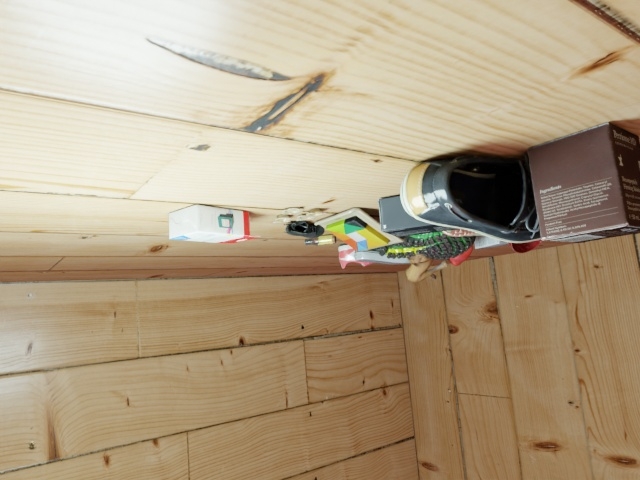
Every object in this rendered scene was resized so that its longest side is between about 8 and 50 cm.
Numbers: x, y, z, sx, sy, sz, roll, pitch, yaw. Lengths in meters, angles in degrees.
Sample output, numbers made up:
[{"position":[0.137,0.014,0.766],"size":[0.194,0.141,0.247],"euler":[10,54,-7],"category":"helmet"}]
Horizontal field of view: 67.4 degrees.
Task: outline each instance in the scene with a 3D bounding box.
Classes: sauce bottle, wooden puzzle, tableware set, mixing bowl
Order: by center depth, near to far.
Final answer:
[{"position":[-0.064,-0.076,1.475],"size":[0.141,0.020,0.168],"euler":[-1,171,-20],"category":"tableware set"},{"position":[0.127,-0.024,1.597],"size":[0.238,0.044,0.221],"euler":[28,155,-27],"category":"wooden puzzle"},{"position":[0.683,-0.059,1.626],"size":[0.181,0.181,0.098],"euler":[0,-151,-30],"category":"mixing bowl"},{"position":[0.000,0.000,1.959],"size":[0.128,0.042,0.042],"euler":[-6,172,15],"category":"sauce bottle"}]

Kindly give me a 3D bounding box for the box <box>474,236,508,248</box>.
[{"position":[0.624,-0.041,1.747],"size":[0.072,0.126,0.137],"euler":[-3,172,-20],"category":"box"}]

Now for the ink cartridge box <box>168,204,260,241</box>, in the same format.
[{"position":[-0.298,-0.042,1.376],"size":[0.134,0.078,0.231],"euler":[-11,170,38],"category":"ink cartridge box"}]

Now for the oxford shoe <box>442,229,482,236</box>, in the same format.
[{"position":[0.576,-0.078,1.505],"size":[0.397,0.140,0.146],"euler":[2,-179,21],"category":"oxford shoe"}]

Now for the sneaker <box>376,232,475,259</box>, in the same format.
[{"position":[0.373,-0.025,1.703],"size":[0.343,0.146,0.134],"euler":[2,139,14],"category":"sneaker"}]

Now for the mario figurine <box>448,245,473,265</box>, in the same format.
[{"position":[0.562,0.013,2.241],"size":[0.320,0.170,0.198],"euler":[1,-145,48],"category":"mario figurine"}]

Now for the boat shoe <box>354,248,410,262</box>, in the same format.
[{"position":[0.307,0.044,2.153],"size":[0.335,0.119,0.121],"euler":[6,171,-27],"category":"boat shoe"}]

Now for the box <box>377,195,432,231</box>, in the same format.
[{"position":[0.319,-0.080,1.388],"size":[0.261,0.103,0.184],"euler":[-8,175,22],"category":"box"}]

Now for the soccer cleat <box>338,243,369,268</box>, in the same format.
[{"position":[0.245,0.065,2.272],"size":[0.318,0.116,0.108],"euler":[-5,172,2],"category":"soccer cleat"}]

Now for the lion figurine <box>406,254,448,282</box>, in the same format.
[{"position":[0.432,0.087,2.045],"size":[0.240,0.142,0.392],"euler":[-29,138,-21],"category":"lion figurine"}]

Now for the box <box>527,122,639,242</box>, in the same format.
[{"position":[0.559,-0.107,0.993],"size":[0.168,0.203,0.167],"euler":[2,169,-39],"category":"box"}]

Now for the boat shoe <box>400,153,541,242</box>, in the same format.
[{"position":[0.426,-0.096,1.089],"size":[0.500,0.187,0.156],"euler":[5,174,-23],"category":"boat shoe"}]

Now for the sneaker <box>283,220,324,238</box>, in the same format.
[{"position":[-0.054,-0.037,1.637],"size":[0.170,0.051,0.089],"euler":[2,174,-22],"category":"sneaker"}]
